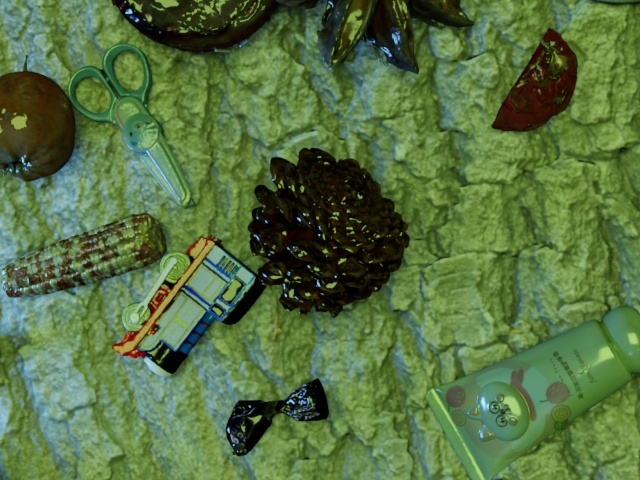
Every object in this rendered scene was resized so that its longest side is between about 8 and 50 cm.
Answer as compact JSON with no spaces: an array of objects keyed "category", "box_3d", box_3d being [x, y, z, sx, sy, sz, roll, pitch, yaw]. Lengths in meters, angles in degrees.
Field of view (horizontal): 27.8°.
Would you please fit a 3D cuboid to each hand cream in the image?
[{"category":"hand cream","box_3d":[0.303,0.193,1.722,0.306,0.093,0.147,-32,81,11]}]

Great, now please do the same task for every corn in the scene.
[{"category":"corn","box_3d":[-0.331,0.024,1.801,0.237,0.079,0.079,-16,84,7]}]

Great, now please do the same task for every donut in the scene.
[{"category":"donut","box_3d":[-0.168,-0.385,1.805,0.269,0.103,0.270,-1,83,6]}]

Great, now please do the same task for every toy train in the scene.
[{"category":"toy train","box_3d":[-0.183,0.093,1.773,0.131,0.083,0.204,38,90,6]}]

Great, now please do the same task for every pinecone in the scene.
[{"category":"pinecone","box_3d":[0.000,0.000,1.706,0.221,0.221,0.221,-1,85,6]}]

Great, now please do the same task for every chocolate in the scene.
[{"category":"chocolate","box_3d":[-0.063,0.236,1.759,0.147,0.070,0.072,-20,55,3]}]

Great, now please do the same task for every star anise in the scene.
[{"category":"star anise","box_3d":[0.065,-0.374,1.753,0.331,0.117,0.332,2,86,-22]}]

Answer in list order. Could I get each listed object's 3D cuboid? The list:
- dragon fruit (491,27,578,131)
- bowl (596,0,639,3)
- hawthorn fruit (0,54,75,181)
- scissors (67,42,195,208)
[{"category":"dragon fruit","box_3d":[0.302,-0.209,1.741,0.083,0.106,0.162,35,86,7]},{"category":"bowl","box_3d":[0.410,-0.501,1.723,0.337,0.157,0.337,-1,84,6]},{"category":"hawthorn fruit","box_3d":[-0.413,-0.176,1.788,0.149,0.149,0.189,-4,89,5]},{"category":"scissors","box_3d":[-0.253,-0.153,1.827,0.125,0.030,0.256,-33,80,3]}]
